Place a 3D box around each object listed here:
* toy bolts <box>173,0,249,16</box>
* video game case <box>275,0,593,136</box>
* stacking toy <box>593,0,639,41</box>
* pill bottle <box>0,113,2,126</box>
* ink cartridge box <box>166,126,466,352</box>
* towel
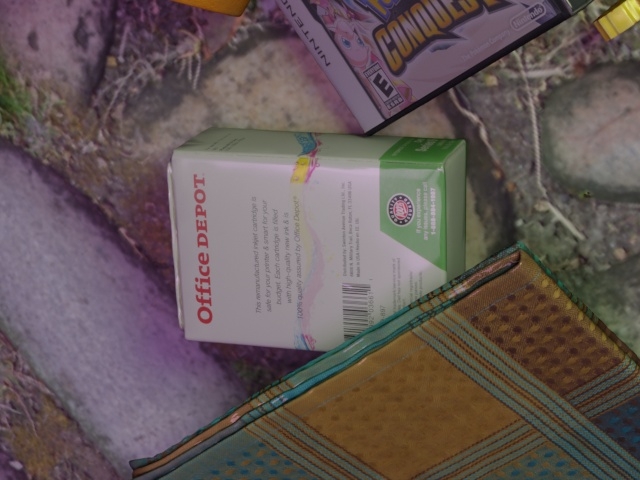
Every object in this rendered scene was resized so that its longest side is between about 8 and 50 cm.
[{"bbox_3d":[-0.153,-0.270,1.043,0.228,0.218,0.158,25,103,45],"label":"toy bolts"},{"bbox_3d":[0.031,-0.212,0.960,0.248,0.035,0.275,55,153,-5],"label":"video game case"},{"bbox_3d":[0.319,-0.145,0.960,0.221,0.052,0.167,-35,94,25],"label":"stacking toy"},{"bbox_3d":[-0.336,-0.172,1.141,0.117,0.117,0.208,-9,105,22],"label":"pill bottle"},{"bbox_3d":[0.000,0.000,1.097,0.212,0.093,0.154,3,108,16],"label":"ink cartridge box"},{"bbox_3d":[0.073,0.164,1.096,0.370,0.040,0.271,-33,127,23],"label":"towel"}]
